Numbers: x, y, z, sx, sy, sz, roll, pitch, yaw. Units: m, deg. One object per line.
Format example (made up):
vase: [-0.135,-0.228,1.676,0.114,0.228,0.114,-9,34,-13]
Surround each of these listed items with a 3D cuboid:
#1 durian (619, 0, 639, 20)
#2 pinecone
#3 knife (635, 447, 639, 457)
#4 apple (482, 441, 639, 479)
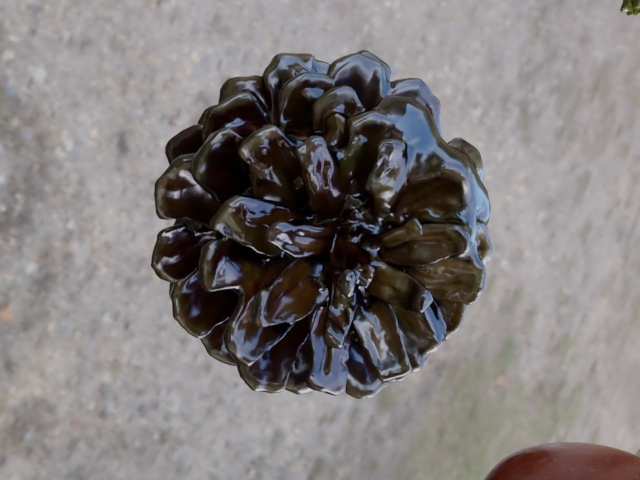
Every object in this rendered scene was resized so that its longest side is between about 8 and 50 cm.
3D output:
durian: [0.279,-0.243,0.984,0.200,0.177,0.236,25,74,-41]
pinecone: [0.000,0.000,1.581,0.398,0.398,0.397,-41,142,-42]
knife: [0.372,0.287,1.718,0.046,0.022,0.256,-69,166,16]
apple: [0.227,0.283,1.243,0.218,0.201,0.218,3,85,-34]
